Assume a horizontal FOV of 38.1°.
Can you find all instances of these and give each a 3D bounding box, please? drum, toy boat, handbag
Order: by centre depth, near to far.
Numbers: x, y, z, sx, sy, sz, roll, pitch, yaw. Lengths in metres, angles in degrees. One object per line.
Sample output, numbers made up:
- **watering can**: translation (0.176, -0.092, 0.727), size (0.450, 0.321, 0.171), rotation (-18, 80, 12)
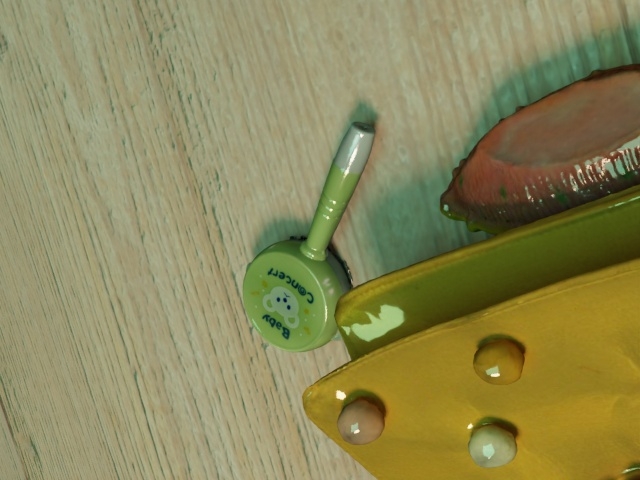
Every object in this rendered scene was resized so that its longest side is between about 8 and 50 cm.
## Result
- **handbag**: translation (0.209, 0.126, 0.713), size (0.401, 0.133, 0.283), rotation (-24, 120, 37)
- **toy boat**: translation (0.215, -0.070, 0.720), size (0.318, 0.099, 0.141), rotation (-13, 55, 38)
- **drum**: translation (-0.017, -0.007, 0.930), size (0.130, 0.049, 0.253), rotation (20, 115, 29)
